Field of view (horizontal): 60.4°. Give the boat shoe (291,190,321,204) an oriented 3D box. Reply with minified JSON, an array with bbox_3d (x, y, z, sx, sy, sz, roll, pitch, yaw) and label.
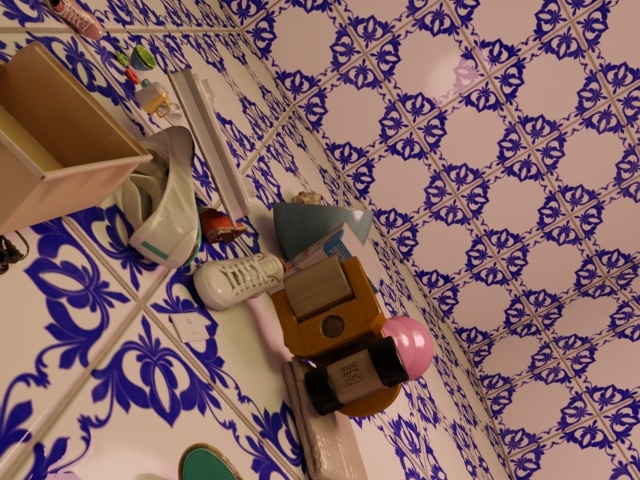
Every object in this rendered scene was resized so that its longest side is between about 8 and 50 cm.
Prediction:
[{"bbox_3d":[-0.057,-0.108,1.915,0.098,0.109,0.302,16,20,-1],"label":"boat shoe"}]

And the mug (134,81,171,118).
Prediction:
[{"bbox_3d":[-0.397,-0.343,1.327,0.078,0.064,0.062,45,18,-41],"label":"mug"}]

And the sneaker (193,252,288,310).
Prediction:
[{"bbox_3d":[-0.155,0.066,1.143,0.105,0.123,0.290,61,16,6],"label":"sneaker"}]

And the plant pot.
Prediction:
[{"bbox_3d":[0.000,0.000,1.587,0.290,0.290,0.195,1,95,-73],"label":"plant pot"}]

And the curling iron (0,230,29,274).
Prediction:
[{"bbox_3d":[-0.367,0.072,0.595,0.068,0.035,0.274,44,19,-41],"label":"curling iron"}]

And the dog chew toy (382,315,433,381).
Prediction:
[{"bbox_3d":[0.206,0.324,1.658,0.332,0.207,0.206,20,39,-55],"label":"dog chew toy"}]

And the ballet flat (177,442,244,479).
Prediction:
[{"bbox_3d":[-0.120,0.372,0.743,0.232,0.080,0.073,59,-14,-2],"label":"ballet flat"}]

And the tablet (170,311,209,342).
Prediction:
[{"bbox_3d":[-0.226,0.150,0.957,0.054,0.006,0.083,61,14,14],"label":"tablet"}]

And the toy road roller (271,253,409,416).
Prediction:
[{"bbox_3d":[0.054,0.218,1.199,0.240,0.203,0.329,54,13,-66],"label":"toy road roller"}]

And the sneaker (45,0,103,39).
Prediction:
[{"bbox_3d":[-0.540,-0.490,1.196,0.134,0.051,0.070,48,18,-21],"label":"sneaker"}]

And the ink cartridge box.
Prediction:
[{"bbox_3d":[0.011,0.098,1.397,0.168,0.233,0.171,53,15,-9],"label":"ink cartridge box"}]

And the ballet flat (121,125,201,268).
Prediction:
[{"bbox_3d":[-0.309,-0.117,1.048,0.139,0.139,0.400,44,20,-43],"label":"ballet flat"}]

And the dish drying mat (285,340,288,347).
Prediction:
[{"bbox_3d":[-0.075,0.224,1.298,0.032,0.008,0.083,47,18,-32],"label":"dish drying mat"}]

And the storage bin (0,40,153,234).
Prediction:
[{"bbox_3d":[-0.403,-0.152,0.716,0.260,0.123,0.262,46,15,-4],"label":"storage bin"}]

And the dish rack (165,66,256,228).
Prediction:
[{"bbox_3d":[-0.224,-0.203,1.151,0.285,0.072,0.332,-137,-156,-71],"label":"dish rack"}]

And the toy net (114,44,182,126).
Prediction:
[{"bbox_3d":[-0.416,-0.386,1.391,0.232,0.045,0.122,55,14,-8],"label":"toy net"}]

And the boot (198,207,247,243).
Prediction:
[{"bbox_3d":[-0.226,-0.040,1.268,0.084,0.059,0.158,55,15,11],"label":"boot"}]

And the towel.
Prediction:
[{"bbox_3d":[0.008,0.387,1.148,0.187,0.049,0.282,42,20,-41],"label":"towel"}]
